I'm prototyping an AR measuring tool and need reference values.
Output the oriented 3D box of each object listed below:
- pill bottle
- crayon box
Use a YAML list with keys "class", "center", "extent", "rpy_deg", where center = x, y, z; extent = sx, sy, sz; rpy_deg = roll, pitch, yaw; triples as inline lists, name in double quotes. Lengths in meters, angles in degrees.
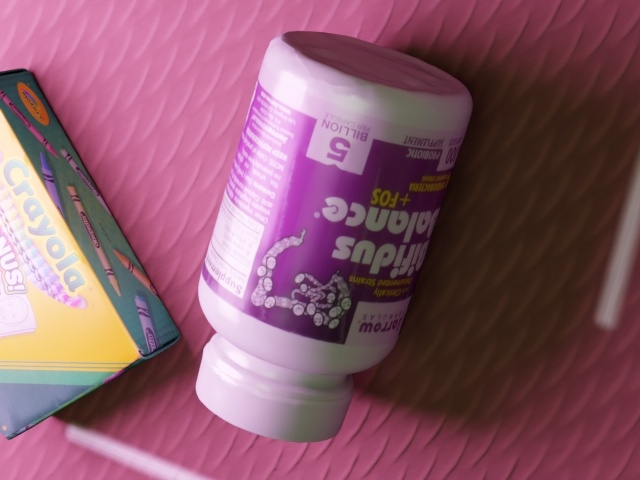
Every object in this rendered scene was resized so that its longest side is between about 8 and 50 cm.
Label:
- class: "pill bottle"
  center: [0.000, 0.000, 1.471]
  extent: [0.169, 0.169, 0.301]
  rpy_deg: [22, 108, 16]
- class: "crayon box"
  center: [-0.266, 0.011, 1.625]
  extent: [0.165, 0.081, 0.278]
  rpy_deg: [-31, 88, 24]
